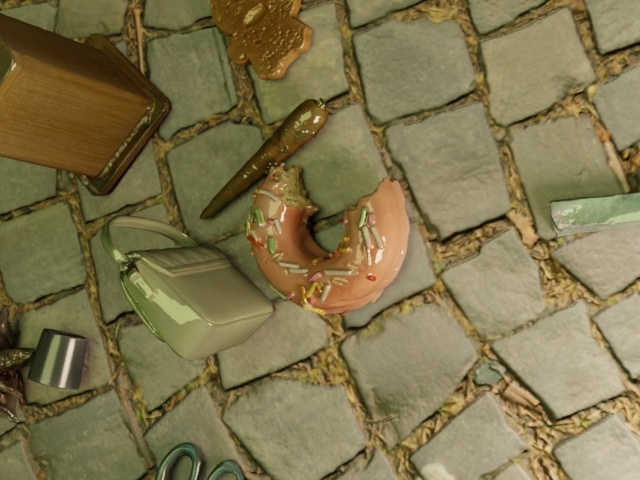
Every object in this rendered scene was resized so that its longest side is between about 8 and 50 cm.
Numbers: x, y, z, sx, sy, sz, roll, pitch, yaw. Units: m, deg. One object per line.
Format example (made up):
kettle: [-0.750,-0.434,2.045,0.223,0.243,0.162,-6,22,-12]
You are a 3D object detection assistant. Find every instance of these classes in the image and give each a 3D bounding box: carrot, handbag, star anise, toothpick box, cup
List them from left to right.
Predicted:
star anise: [-0.507,0.200,1.726,0.195,0.065,0.182,-25,77,30]
toothpick box: [-0.396,-0.202,1.574,0.190,0.308,0.187,47,105,22]
cup: [-0.395,0.174,1.683,0.100,0.078,0.077,10,86,55]
handbag: [-0.186,0.051,1.489,0.219,0.256,0.079,46,104,13]
carrot: [-0.082,-0.109,1.567,0.254,0.049,0.049,-41,72,21]

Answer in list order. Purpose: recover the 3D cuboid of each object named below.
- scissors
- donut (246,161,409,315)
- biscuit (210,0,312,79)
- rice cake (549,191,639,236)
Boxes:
scissors: [-0.205,0.430,1.564,0.138,0.041,0.289,18,78,21]
donut: [0.000,0.000,1.500,0.233,0.085,0.199,7,91,27]
biscuit: [-0.090,-0.310,1.591,0.184,0.027,0.133,40,104,23]
rice cake: [0.380,-0.037,1.353,0.211,0.034,0.043,-6,76,25]
